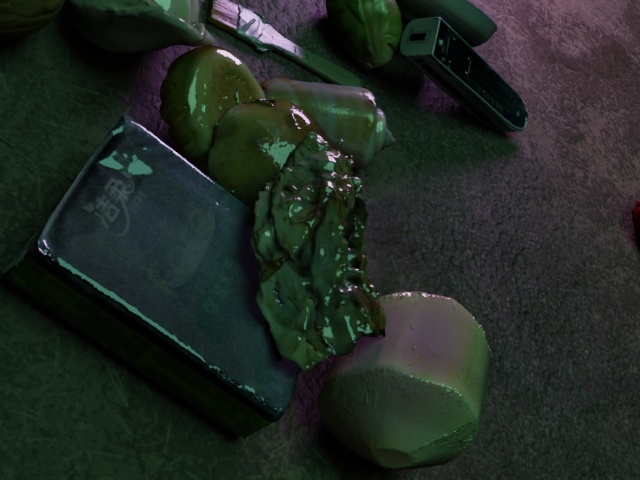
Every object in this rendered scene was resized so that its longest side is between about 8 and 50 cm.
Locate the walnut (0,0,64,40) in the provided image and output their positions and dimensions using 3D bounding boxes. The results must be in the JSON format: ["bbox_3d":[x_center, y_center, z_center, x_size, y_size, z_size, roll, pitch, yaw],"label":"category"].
[{"bbox_3d":[-0.457,-0.391,1.414,0.228,0.228,0.228,22,50,-28],"label":"walnut"}]

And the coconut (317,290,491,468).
[{"bbox_3d":[0.122,0.219,1.468,0.233,0.233,0.245,37,48,-16],"label":"coconut"}]

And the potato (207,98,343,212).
[{"bbox_3d":[-0.032,-0.102,1.566,0.299,0.116,0.239,40,54,-42],"label":"potato"}]

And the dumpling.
[{"bbox_3d":[-0.273,-0.360,1.581,0.243,0.187,0.318,35,16,-49],"label":"dumpling"}]

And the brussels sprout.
[{"bbox_3d":[0.084,-0.424,1.950,0.131,0.145,0.183,-29,76,-18],"label":"brussels sprout"}]

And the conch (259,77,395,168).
[{"bbox_3d":[0.024,-0.223,1.760,0.255,0.127,0.158,21,51,-29],"label":"conch"}]

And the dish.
[{"bbox_3d":[0.214,-0.452,2.080,0.273,0.133,0.273,30,9,-5],"label":"dish"}]

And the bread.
[{"bbox_3d":[-0.169,-0.194,1.576,0.213,0.105,0.213,15,70,-49],"label":"bread"}]

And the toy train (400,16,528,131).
[{"bbox_3d":[0.301,-0.319,2.059,0.407,0.088,0.086,29,69,-49],"label":"toy train"}]

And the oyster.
[{"bbox_3d":[-0.001,-0.002,1.392,0.201,0.107,0.354,3,62,-26],"label":"oyster"}]

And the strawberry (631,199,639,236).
[{"bbox_3d":[0.795,-0.046,2.298,0.178,0.234,0.233,-4,61,-7],"label":"strawberry"}]

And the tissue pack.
[{"bbox_3d":[-0.191,0.050,1.388,0.394,0.124,0.288,38,43,-15],"label":"tissue pack"}]

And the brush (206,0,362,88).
[{"bbox_3d":[-0.058,-0.353,1.859,0.337,0.020,0.085,24,49,-27],"label":"brush"}]
